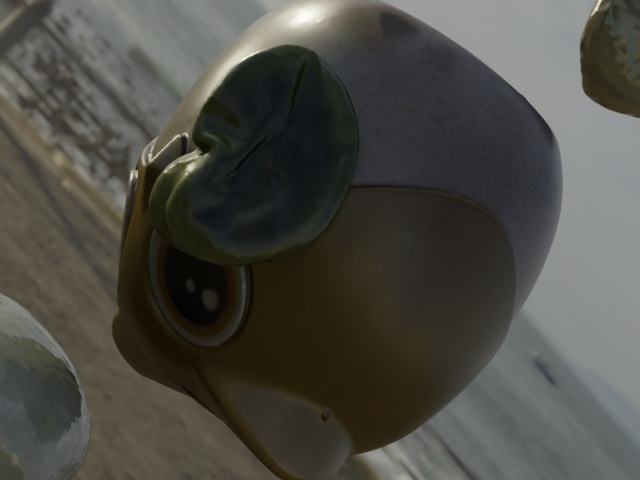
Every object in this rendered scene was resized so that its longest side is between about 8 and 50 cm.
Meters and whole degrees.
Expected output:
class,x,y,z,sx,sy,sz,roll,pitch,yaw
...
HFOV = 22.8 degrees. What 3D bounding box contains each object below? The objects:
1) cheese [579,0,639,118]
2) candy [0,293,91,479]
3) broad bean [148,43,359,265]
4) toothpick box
class,x,y,z,sx,sy,sz,roll,pitch,yaw
cheese,0.398,-0.220,1.793,0.174,0.248,0.251,22,-23,18
candy,-0.336,0.138,1.508,0.295,0.185,0.295,38,-12,9
broad bean,-0.048,-0.065,1.338,0.153,0.206,0.072,47,-9,-20
toothpick box,0.000,0.000,1.578,0.409,0.425,0.409,33,-6,4
